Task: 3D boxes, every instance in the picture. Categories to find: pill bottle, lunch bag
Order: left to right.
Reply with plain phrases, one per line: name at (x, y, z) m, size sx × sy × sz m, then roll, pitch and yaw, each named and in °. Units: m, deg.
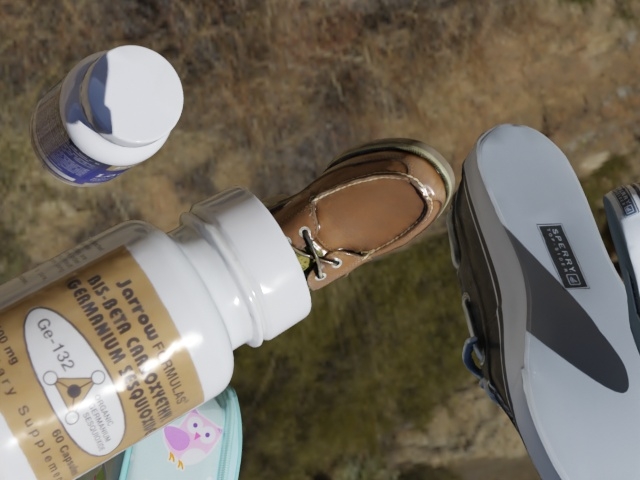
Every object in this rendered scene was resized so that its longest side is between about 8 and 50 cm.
pill bottle at (-0.283, -0.164, 1.658) m, size 0.153 × 0.153 × 0.265 m, roll 4°, pitch 171°, yaw -25°
pill bottle at (-0.128, 0.061, 0.809) m, size 0.229 × 0.131 × 0.131 m, roll -30°, pitch 156°, yaw -18°
lunch bag at (-0.158, 0.201, 1.002) m, size 0.108 × 0.224 × 0.279 m, roll 8°, pitch 179°, yaw -23°

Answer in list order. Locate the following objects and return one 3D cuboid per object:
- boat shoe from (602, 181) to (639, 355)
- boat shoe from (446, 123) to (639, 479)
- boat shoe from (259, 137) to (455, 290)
boat shoe at (0.226, 0.036, 0.736) m, size 0.083 × 0.065 × 0.183 m, roll -18°, pitch 126°, yaw 6°
boat shoe at (0.150, 0.065, 0.887) m, size 0.113 × 0.306 × 0.105 m, roll -2°, pitch 146°, yaw -23°
boat shoe at (0.000, 0.000, 1.205) m, size 0.110 × 0.104 × 0.307 m, roll 48°, pitch 138°, yaw -15°
